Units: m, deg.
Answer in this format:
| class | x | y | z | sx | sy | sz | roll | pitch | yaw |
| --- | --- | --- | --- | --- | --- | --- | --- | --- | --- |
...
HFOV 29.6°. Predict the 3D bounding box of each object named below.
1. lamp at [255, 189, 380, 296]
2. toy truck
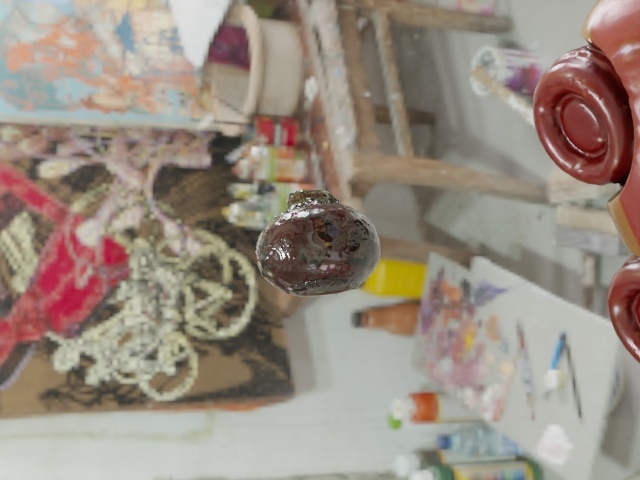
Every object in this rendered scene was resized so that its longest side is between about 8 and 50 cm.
| class | x | y | z | sx | sy | sz | roll | pitch | yaw |
| --- | --- | --- | --- | --- | --- | --- | --- | --- | --- |
| lamp | -0.005 | 0.000 | 1.519 | 0.157 | 0.156 | 0.134 | 144 | 121 | -68 |
| toy truck | 0.256 | -0.059 | 0.621 | 0.239 | 0.189 | 0.264 | -12 | 104 | 63 |
